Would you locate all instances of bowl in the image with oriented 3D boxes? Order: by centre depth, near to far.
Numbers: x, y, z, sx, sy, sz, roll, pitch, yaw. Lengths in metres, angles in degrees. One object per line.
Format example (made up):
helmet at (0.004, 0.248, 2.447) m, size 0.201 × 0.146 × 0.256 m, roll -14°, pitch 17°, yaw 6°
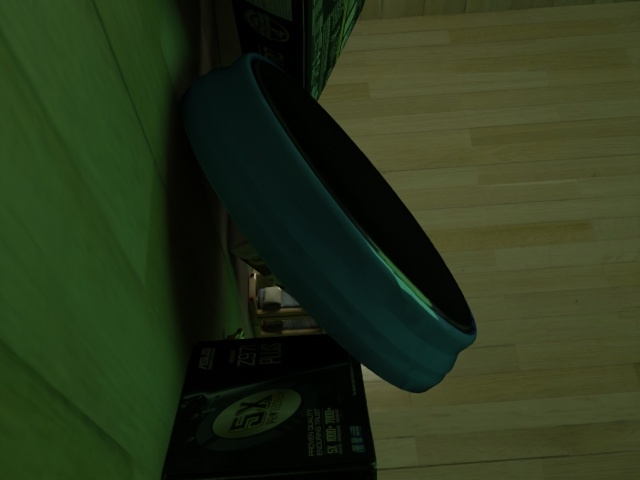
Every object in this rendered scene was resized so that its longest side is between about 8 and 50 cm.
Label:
bowl at (0.023, -0.029, 0.721) m, size 0.391 × 0.077 × 0.391 m, roll 48°, pitch 14°, yaw -16°

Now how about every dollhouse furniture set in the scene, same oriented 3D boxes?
dollhouse furniture set at (-0.055, 0.071, 1.237) m, size 0.129 × 0.129 × 0.184 m, roll 86°, pitch 0°, yaw -47°

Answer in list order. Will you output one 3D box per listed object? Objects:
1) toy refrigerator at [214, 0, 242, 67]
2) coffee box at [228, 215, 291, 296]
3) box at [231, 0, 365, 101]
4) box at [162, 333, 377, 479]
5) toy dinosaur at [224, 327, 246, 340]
toy refrigerator at (-0.101, -0.340, 1.092) m, size 0.269 × 0.094 × 0.102 m, roll -97°, pitch -178°, yaw -67°
coffee box at (0.000, 0.000, 1.049) m, size 0.297 × 0.119 × 0.168 m, roll 41°, pitch 34°, yaw -43°
box at (0.012, -0.343, 0.794) m, size 0.318 × 0.097 × 0.395 m, roll -64°, pitch 176°, yaw -8°
box at (-0.035, 0.155, 0.564) m, size 0.180 × 0.147 × 0.077 m, roll -93°, pitch 180°, yaw -66°
toy dinosaur at (-0.092, 0.190, 0.788) m, size 0.092 × 0.053 × 0.183 m, roll 64°, pitch 8°, yaw -45°
